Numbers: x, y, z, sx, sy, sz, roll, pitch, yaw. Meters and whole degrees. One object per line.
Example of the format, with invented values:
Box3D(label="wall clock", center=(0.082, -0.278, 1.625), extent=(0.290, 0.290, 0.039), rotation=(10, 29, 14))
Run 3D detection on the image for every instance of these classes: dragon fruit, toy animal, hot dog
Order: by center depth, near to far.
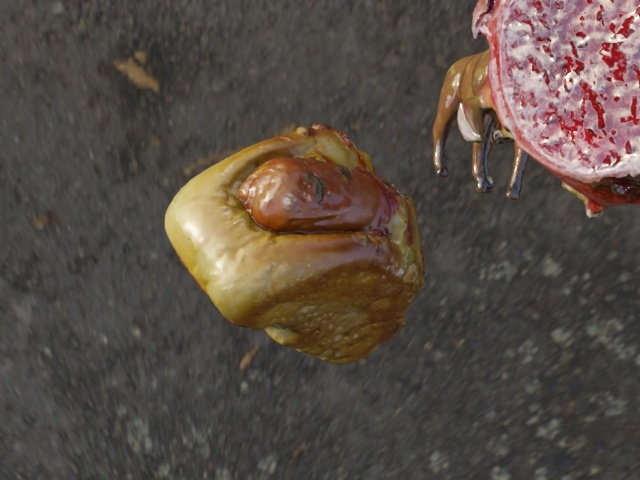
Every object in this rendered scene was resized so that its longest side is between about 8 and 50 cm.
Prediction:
Box3D(label="dragon fruit", center=(0.192, -0.128, 1.022), extent=(0.147, 0.211, 0.282), rotation=(-16, 88, -39))
Box3D(label="hot dog", center=(0.000, 0.000, 1.262), extent=(0.153, 0.257, 0.150), rotation=(-41, 63, 10))
Box3D(label="toy animal", center=(0.181, -0.150, 1.431), extent=(0.066, 0.224, 0.229), rotation=(7, 98, -25))
